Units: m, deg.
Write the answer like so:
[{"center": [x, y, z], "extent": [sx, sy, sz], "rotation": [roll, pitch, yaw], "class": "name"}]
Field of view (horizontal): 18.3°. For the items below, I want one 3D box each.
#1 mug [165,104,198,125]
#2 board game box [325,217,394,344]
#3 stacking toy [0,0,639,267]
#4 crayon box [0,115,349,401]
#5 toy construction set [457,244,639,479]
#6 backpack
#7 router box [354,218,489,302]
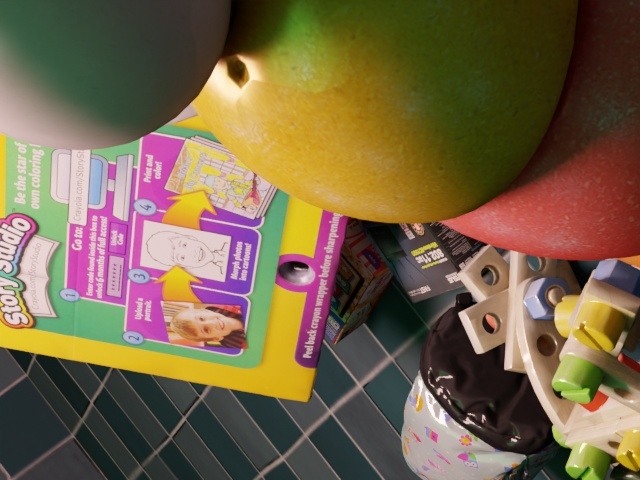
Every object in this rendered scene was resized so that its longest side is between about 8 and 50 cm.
[{"center": [-0.162, -0.313, 1.336], "extent": [0.328, 0.276, 0.374], "rotation": [60, -153, -58], "class": "mug"}, {"center": [0.000, 0.000, 1.812], "extent": [0.147, 0.045, 0.193], "rotation": [50, 159, 9], "class": "board game box"}, {"center": [0.050, -0.121, 0.824], "extent": [0.350, 0.480, 0.351], "rotation": [13, 105, 56], "class": "stacking toy"}, {"center": [-0.132, -0.035, 1.633], "extent": [0.313, 0.106, 0.363], "rotation": [11, 139, 0], "class": "crayon box"}, {"center": [0.204, 0.086, 1.370], "extent": [0.215, 0.151, 0.327], "rotation": [33, 172, -14], "class": "toy construction set"}, {"center": [0.135, 0.146, 1.661], "extent": [0.152, 0.115, 0.182], "rotation": [44, 160, 18], "class": "backpack"}, {"center": [0.085, -0.002, 1.638], "extent": [0.092, 0.038, 0.122], "rotation": [54, 159, -4], "class": "router box"}]
